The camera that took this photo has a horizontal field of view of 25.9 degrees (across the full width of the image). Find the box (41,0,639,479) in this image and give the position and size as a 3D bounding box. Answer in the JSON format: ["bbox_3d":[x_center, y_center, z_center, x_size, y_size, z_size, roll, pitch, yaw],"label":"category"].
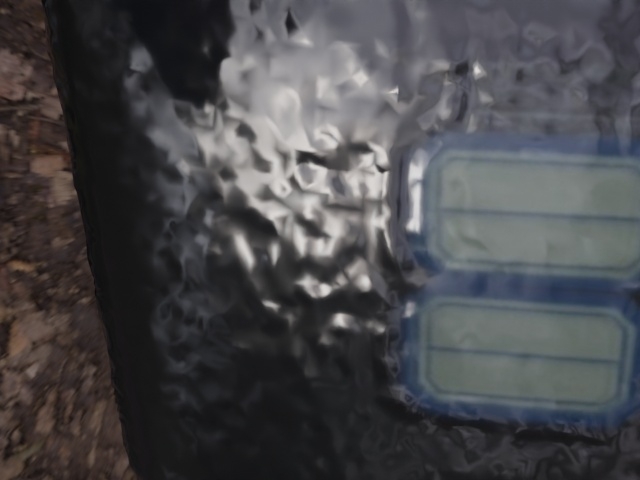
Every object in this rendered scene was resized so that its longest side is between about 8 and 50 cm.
[{"bbox_3d":[0.081,-0.028,0.500,0.359,0.091,0.350,0,123,9],"label":"box"}]
